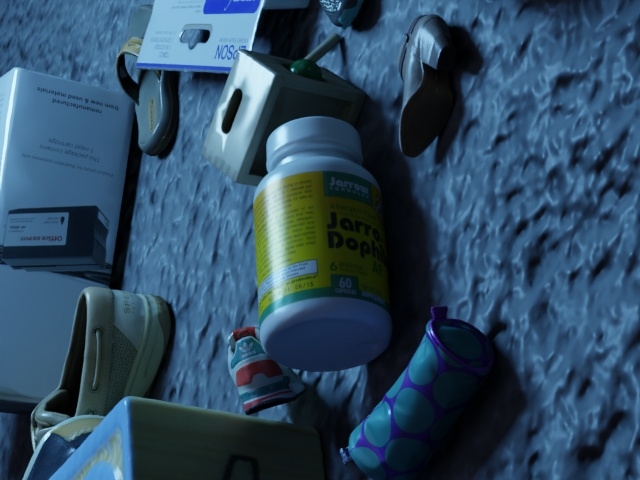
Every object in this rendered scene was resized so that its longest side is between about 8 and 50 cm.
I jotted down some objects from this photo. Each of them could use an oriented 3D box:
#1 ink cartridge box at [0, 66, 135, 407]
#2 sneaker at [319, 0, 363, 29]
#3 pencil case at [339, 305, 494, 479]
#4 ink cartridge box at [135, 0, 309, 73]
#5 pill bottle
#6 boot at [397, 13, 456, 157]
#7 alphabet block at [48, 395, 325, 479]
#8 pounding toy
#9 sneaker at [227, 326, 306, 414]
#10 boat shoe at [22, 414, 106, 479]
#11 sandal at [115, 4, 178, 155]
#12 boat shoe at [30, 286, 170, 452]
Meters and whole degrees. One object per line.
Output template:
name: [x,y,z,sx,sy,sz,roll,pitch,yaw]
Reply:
ink cartridge box: [-0.376,0.015,2.199,0.285,0.166,0.394,-14,67,63]
sneaker: [-0.004,-0.271,1.731,0.065,0.076,0.166,-57,33,34]
pencil case: [0.078,0.129,1.411,0.151,0.064,0.070,-57,49,32]
ink cartridge box: [-0.087,-0.327,1.929,0.304,0.072,0.307,14,92,61]
pill bottle: [0.000,0.000,1.559,0.117,0.118,0.208,-43,42,47]
boot: [0.087,-0.140,1.550,0.118,0.042,0.087,-68,22,14]
alphabet block: [-0.119,0.274,1.576,0.192,0.197,0.193,-45,41,44]
pounding toy: [-0.030,-0.129,1.682,0.100,0.130,0.141,38,112,47]
sneaker: [-0.053,0.113,1.604,0.161,0.057,0.075,8,-116,-88]
boat shoe: [-0.279,0.428,1.828,0.156,0.187,0.500,-4,70,68]
sandal: [-0.216,-0.199,2.116,0.090,0.060,0.219,-43,42,47]
boat shoe: [-0.276,0.209,1.992,0.122,0.110,0.341,39,113,60]
